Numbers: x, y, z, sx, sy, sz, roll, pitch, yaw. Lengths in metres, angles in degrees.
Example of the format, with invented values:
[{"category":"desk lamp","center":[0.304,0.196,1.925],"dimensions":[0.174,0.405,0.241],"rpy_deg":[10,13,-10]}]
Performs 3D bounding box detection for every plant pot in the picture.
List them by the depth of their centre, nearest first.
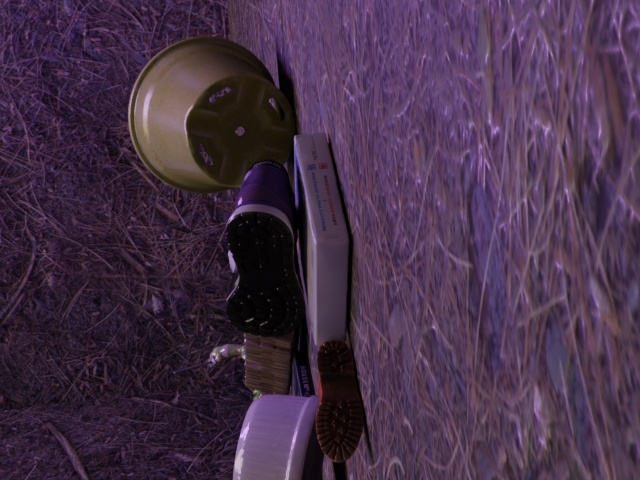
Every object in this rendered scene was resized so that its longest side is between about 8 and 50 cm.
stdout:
[{"category":"plant pot","center":[-0.160,-0.195,1.988],"dimensions":[0.254,0.276,0.276],"rpy_deg":[-150,53,-68]}]

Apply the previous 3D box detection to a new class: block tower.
[{"category":"block tower","center":[-0.091,0.200,2.267],"dimensions":[0.335,0.091,0.097],"rpy_deg":[94,-170,-65]}]

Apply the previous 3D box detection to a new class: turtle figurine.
[{"category":"turtle figurine","center":[-0.169,0.327,2.587],"dimensions":[0.274,0.198,0.266],"rpy_deg":[-56,-31,-19]}]

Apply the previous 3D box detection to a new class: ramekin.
[{"category":"ramekin","center":[-0.062,0.335,1.853],"dimensions":[0.207,0.109,0.207],"rpy_deg":[9,-90,-80]}]

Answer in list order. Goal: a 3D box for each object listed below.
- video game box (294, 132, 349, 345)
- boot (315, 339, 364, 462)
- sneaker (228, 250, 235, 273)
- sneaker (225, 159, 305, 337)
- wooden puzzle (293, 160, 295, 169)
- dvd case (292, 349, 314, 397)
[{"category":"video game box","center":[0.000,0.000,1.520],"dimensions":[0.205,0.048,0.187],"rpy_deg":[90,169,-50]},{"category":"boot","center":[0.024,0.214,1.508],"dimensions":[0.084,0.059,0.158],"rpy_deg":[87,-178,-56]},{"category":"sneaker","center":[-0.136,0.053,2.292],"dimensions":[0.131,0.112,0.296],"rpy_deg":[59,176,6]},{"category":"sneaker","center":[-0.063,0.013,1.572],"dimensions":[0.283,0.107,0.124],"rpy_deg":[96,-178,-51]},{"category":"wooden puzzle","center":[-0.024,-0.087,1.819],"dimensions":[0.078,0.014,0.116],"rpy_deg":[98,165,-51]},{"category":"dvd case","center":[-0.026,0.344,2.219],"dimensions":[0.238,0.030,0.179],"rpy_deg":[90,171,-49]}]
